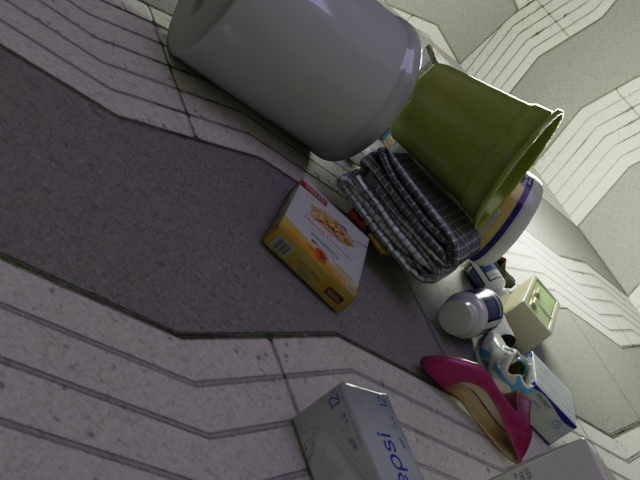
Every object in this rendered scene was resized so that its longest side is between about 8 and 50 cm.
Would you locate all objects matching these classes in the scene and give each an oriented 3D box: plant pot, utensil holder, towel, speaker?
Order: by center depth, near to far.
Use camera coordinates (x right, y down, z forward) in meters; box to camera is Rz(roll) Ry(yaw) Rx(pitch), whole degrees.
[{"bbox_3d":[-0.049,-0.385,1.512,0.385,0.327,0.327,30,29,-34],"label":"utensil holder"},{"bbox_3d":[0.289,-0.208,1.546,0.254,0.276,0.276,38,21,14],"label":"plant pot"},{"bbox_3d":[0.187,-0.060,1.547,0.283,0.121,0.235,52,22,8],"label":"towel"},{"bbox_3d":[0.381,0.177,1.718,0.055,0.055,0.136,34,26,-30],"label":"speaker"}]

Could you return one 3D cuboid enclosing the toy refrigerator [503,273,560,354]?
[{"bbox_3d":[0.510,0.171,1.904,0.102,0.094,0.269,51,24,5],"label":"toy refrigerator"}]

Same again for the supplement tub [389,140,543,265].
[{"bbox_3d":[0.301,-0.121,1.772,0.331,0.241,0.241,33,24,-2],"label":"supplement tub"}]

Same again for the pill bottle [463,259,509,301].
[{"bbox_3d":[0.395,0.093,1.860,0.067,0.067,0.120,14,40,-53],"label":"pill bottle"}]

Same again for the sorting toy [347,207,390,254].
[{"bbox_3d":[0.114,-0.029,1.584,0.132,0.046,0.274,47,22,-2],"label":"sorting toy"}]

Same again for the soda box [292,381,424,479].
[{"bbox_3d":[0.069,0.311,0.908,0.098,0.091,0.286,25,33,-46],"label":"soda box"}]

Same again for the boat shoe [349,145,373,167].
[{"bbox_3d":[0.075,-0.282,1.852,0.098,0.096,0.277,25,32,-44],"label":"boat shoe"}]

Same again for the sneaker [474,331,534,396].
[{"bbox_3d":[0.362,0.247,1.525,0.087,0.092,0.228,40,23,-14],"label":"sneaker"}]

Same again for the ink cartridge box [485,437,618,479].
[{"bbox_3d":[0.362,0.419,1.097,0.232,0.168,0.171,45,20,-42],"label":"ink cartridge box"}]

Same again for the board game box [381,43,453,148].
[{"bbox_3d":[0.288,-0.376,2.203,0.141,0.232,0.291,37,26,-25],"label":"board game box"}]

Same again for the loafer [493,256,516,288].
[{"bbox_3d":[0.454,0.069,2.008,0.170,0.061,0.062,33,26,-34],"label":"loafer"}]

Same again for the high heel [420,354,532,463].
[{"bbox_3d":[0.264,0.287,1.346,0.244,0.082,0.117,32,55,-23],"label":"high heel"}]

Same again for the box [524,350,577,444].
[{"bbox_3d":[0.445,0.317,1.586,0.126,0.072,0.137,46,22,-7],"label":"box"}]

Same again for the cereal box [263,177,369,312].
[{"bbox_3d":[0.000,0.000,1.335,0.173,0.047,0.240,43,23,-11],"label":"cereal box"}]

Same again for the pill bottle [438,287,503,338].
[{"bbox_3d":[0.298,0.146,1.569,0.094,0.094,0.169,56,24,17],"label":"pill bottle"}]
